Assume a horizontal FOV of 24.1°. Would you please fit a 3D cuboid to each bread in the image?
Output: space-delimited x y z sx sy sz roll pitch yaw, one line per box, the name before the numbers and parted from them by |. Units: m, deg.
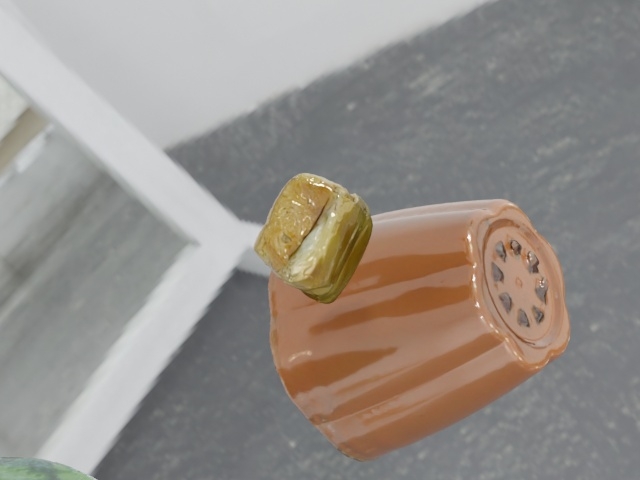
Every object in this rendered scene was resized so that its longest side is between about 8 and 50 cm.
bread | 0.000 0.000 0.968 0.053 0.132 0.074 27 85 12

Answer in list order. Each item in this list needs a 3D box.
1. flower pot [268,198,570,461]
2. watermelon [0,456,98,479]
flower pot | 0.082 0.056 1.120 0.173 0.190 0.191 -22 42 39
watermelon | -0.199 0.277 0.946 0.213 0.201 0.262 32 64 20
